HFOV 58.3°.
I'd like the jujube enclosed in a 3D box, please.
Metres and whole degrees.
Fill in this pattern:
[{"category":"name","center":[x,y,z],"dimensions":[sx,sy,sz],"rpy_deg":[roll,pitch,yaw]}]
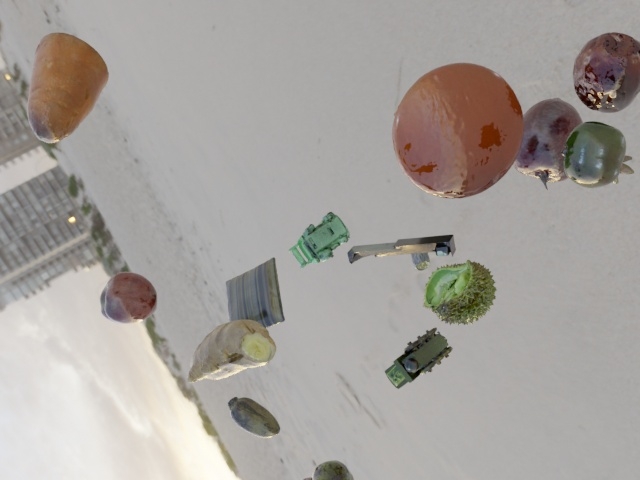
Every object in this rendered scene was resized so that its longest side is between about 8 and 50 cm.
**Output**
[{"category":"jujube","center":[0.771,-0.442,1.532],"dimensions":[0.183,0.183,0.243],"rpy_deg":[53,-179,29]}]

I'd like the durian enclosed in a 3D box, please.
[{"category":"durian","center":[0.455,0.173,1.853],"dimensions":[0.176,0.200,0.236],"rpy_deg":[44,134,-17]}]

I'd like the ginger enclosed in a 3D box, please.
[{"category":"ginger","center":[-0.142,0.166,0.866],"dimensions":[0.205,0.115,0.081],"rpy_deg":[140,125,-65]}]

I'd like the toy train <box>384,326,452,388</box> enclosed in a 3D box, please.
[{"category":"toy train","center":[0.255,0.309,1.501],"dimensions":[0.090,0.137,0.225],"rpy_deg":[53,-149,15]}]

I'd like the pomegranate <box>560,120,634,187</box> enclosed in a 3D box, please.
[{"category":"pomegranate","center":[0.657,-0.196,1.354],"dimensions":[0.131,0.191,0.152],"rpy_deg":[17,99,51]}]

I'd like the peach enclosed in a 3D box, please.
[{"category":"peach","center":[-0.509,0.166,1.534],"dimensions":[0.152,0.152,0.152],"rpy_deg":[55,168,18]}]

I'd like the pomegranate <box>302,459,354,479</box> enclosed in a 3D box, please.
[{"category":"pomegranate","center":[0.011,0.634,1.464],"dimensions":[0.126,0.163,0.138],"rpy_deg":[80,-169,-65]}]

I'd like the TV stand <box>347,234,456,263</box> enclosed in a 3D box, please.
[{"category":"TV stand","center":[0.191,0.024,1.375],"dimensions":[0.049,0.256,0.040],"rpy_deg":[-44,-56,-58]}]

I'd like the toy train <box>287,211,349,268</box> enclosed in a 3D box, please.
[{"category":"toy train","center":[0.000,0.000,1.448],"dimensions":[0.099,0.149,0.081],"rpy_deg":[54,147,-3]}]

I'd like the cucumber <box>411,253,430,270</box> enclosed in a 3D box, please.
[{"category":"cucumber","center":[0.344,0.047,2.001],"dimensions":[0.064,0.064,0.112],"rpy_deg":[72,-172,-48]}]

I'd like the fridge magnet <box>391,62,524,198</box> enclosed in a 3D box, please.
[{"category":"fridge magnet","center":[0.370,-0.293,1.556],"dimensions":[0.364,0.363,0.155],"rpy_deg":[62,-178,-15]}]

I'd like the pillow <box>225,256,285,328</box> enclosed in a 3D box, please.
[{"category":"pillow","center":[-0.199,0.179,1.706],"dimensions":[0.052,0.212,0.208],"rpy_deg":[26,-135,-47]}]

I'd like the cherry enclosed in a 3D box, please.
[{"category":"cherry","center":[0.706,-0.309,1.776],"dimensions":[0.230,0.301,0.203],"rpy_deg":[16,172,-8]}]

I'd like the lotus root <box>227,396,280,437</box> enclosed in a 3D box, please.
[{"category":"lotus root","center":[-0.203,0.537,1.730],"dimensions":[0.179,0.081,0.089],"rpy_deg":[34,-161,3]}]

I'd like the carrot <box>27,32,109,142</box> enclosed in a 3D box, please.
[{"category":"carrot","center":[-0.575,-0.313,1.253],"dimensions":[0.159,0.158,0.225],"rpy_deg":[79,-163,-59]}]
